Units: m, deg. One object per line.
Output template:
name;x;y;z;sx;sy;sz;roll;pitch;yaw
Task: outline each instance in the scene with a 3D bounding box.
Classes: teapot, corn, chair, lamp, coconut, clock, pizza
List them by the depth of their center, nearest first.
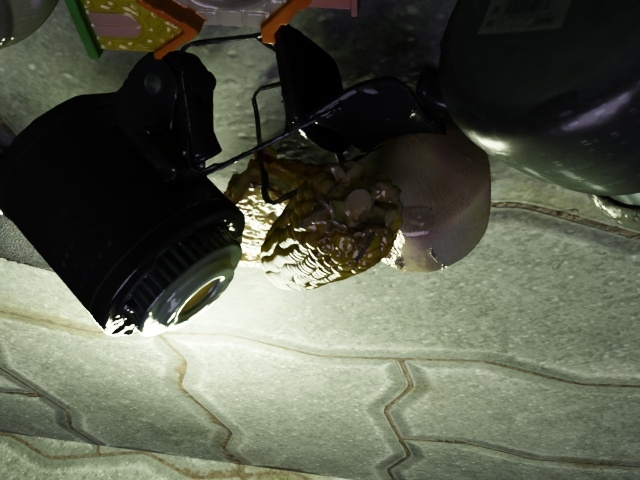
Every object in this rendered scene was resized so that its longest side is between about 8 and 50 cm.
clock;-0.091;-0.260;0.570;0.255;0.106;0.220;5;148;8
teapot;0.237;-0.110;0.619;0.285;0.223;0.305;28;142;-37
chair;-0.006;-0.141;0.681;0.221;0.145;0.140;-16;163;26
corn;0.000;0.000;0.728;0.106;0.106;0.305;17;164;-10
coconut;0.106;-0.055;0.775;0.170;0.171;0.183;-1;152;18
lamp;-0.228;-0.018;0.808;0.374;0.205;0.272;-29;87;33
pizza;-0.031;-0.014;0.959;0.257;0.087;0.268;21;148;-23

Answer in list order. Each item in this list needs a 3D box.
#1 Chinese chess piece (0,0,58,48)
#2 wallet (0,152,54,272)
Chinese chess piece;-0.333;-0.269;0.601;0.237;0.092;0.238;20;151;12
wallet;-0.426;-0.028;1.081;0.262;0.071;0.221;27;140;-31
